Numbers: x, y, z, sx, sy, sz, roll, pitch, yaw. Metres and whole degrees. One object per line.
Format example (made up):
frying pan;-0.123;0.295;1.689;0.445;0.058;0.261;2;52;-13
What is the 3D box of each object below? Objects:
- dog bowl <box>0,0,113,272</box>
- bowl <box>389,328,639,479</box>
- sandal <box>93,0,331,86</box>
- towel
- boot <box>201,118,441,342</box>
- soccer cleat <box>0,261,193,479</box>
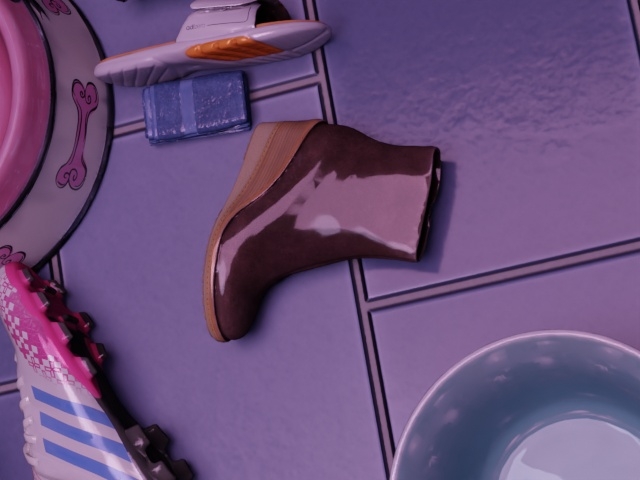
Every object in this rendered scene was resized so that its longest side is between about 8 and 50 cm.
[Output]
dog bowl;-0.440;-0.135;1.999;0.408;0.150;0.408;-3;80;17
bowl;0.233;0.244;1.707;0.311;0.163;0.311;-3;81;18
sandal;-0.122;-0.222;1.935;0.265;0.102;0.076;-8;81;19
towel;-0.132;-0.142;1.963;0.119;0.029;0.067;-9;78;17
boot;0.000;0.000;1.862;0.207;0.090;0.248;12;81;22
soccer cleat;-0.272;0.176;1.908;0.143;0.116;0.331;-39;72;8
